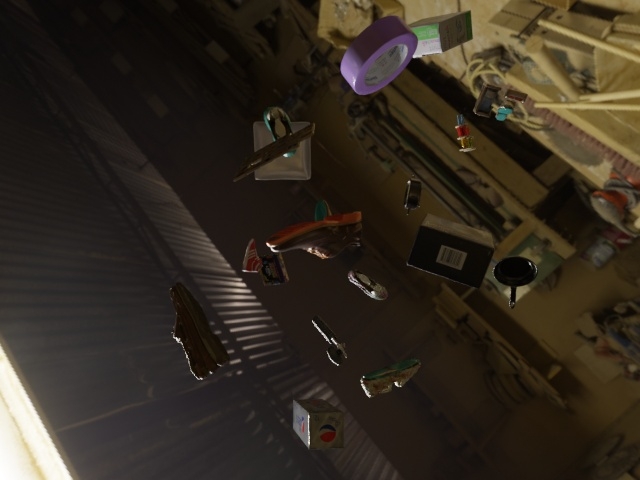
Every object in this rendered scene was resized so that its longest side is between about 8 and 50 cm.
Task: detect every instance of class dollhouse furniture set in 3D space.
[{"bbox_3d":[0.782,-0.597,1.927,0.183,0.129,0.129,18,-154,7],"label":"dollhouse furniture set"}]

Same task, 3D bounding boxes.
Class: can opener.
[{"bbox_3d":[0.038,0.473,2.135,0.280,0.093,0.074,48,165,46],"label":"can opener"}]

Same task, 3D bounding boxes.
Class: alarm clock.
[{"bbox_3d":[0.400,-0.213,1.907,0.129,0.064,0.192,97,-179,-52],"label":"alarm clock"}]

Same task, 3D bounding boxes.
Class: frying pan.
[{"bbox_3d":[0.971,0.192,2.160,0.326,0.197,0.053,54,-145,-26],"label":"frying pan"}]

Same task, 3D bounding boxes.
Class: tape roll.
[{"bbox_3d":[0.208,-0.650,1.570,0.090,0.274,0.275,56,-174,11],"label":"tape roll"}]

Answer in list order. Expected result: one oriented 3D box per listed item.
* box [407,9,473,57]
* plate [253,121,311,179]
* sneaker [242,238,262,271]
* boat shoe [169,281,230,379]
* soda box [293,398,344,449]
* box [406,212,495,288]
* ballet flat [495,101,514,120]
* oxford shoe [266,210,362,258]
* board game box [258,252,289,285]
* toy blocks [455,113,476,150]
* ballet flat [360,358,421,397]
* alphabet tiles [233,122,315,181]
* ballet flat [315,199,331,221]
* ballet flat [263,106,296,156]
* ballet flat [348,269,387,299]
[{"bbox_3d":[0.480,-0.886,1.920,0.262,0.231,0.127,20,133,48],"label":"box"},{"bbox_3d":[-0.185,-0.438,2.171,0.045,0.277,0.277,-101,11,-78],"label":"plate"},{"bbox_3d":[-0.225,0.054,1.533,0.067,0.119,0.042,10,162,0],"label":"sneaker"},{"bbox_3d":[-0.381,0.255,1.282,0.307,0.104,0.111,51,176,32],"label":"boat shoe"},{"bbox_3d":[-0.011,0.516,1.265,0.098,0.091,0.286,3,167,-12],"label":"soda box"},{"bbox_3d":[0.539,0.030,1.829,0.296,0.183,0.294,19,-162,13],"label":"box"},{"bbox_3d":[0.714,-0.513,1.721,0.057,0.052,0.168,15,-177,8],"label":"ballet flat"},{"bbox_3d":[0.000,0.000,1.393,0.130,0.363,0.133,0,102,55],"label":"oxford shoe"},{"bbox_3d":[-0.266,0.161,2.464,0.048,0.141,0.170,-46,-56,-59],"label":"board game box"},{"bbox_3d":[0.616,-0.458,1.889,0.123,0.054,0.148,-14,-86,-58],"label":"toy blocks"},{"bbox_3d":[0.239,0.465,1.499,0.091,0.240,0.077,-6,93,64],"label":"ballet flat"},{"bbox_3d":[-0.120,-0.249,1.206,0.009,0.237,0.198,59,-165,-24],"label":"alphabet tiles"},{"bbox_3d":[0.021,-0.058,1.915,0.073,0.080,0.232,15,-111,-49],"label":"ballet flat"},{"bbox_3d":[-0.139,-0.398,1.515,0.087,0.083,0.247,80,169,-59],"label":"ballet flat"},{"bbox_3d":[0.231,0.210,2.101,0.221,0.077,0.079,35,163,-4],"label":"ballet flat"}]
